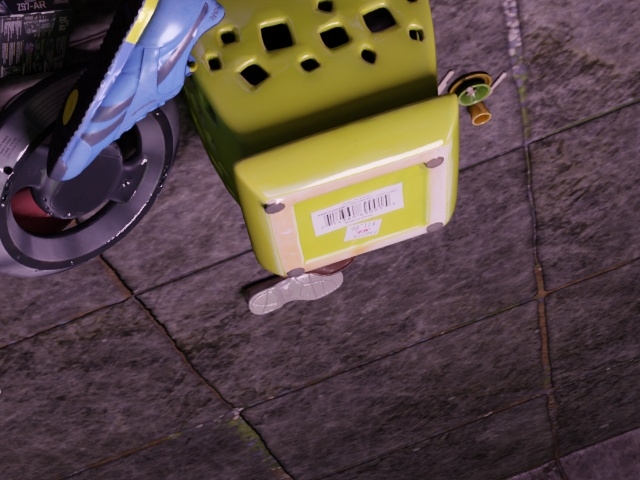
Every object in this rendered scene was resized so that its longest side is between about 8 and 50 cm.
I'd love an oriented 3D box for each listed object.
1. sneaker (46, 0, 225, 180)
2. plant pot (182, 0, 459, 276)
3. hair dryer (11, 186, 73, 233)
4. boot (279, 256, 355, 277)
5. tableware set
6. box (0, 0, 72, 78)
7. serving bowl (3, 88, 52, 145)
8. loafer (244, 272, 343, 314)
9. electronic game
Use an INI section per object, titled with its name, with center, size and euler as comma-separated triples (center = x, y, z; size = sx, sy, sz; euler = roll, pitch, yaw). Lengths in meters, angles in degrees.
[sneaker]
center = -0.151, -0.120, 1.096
size = 0.082, 0.069, 0.209
euler = 21, 121, -29
[plant pot]
center = 0.006, -0.108, 1.206
size = 0.228, 0.207, 0.227
euler = -17, 155, -4
[hair dryer]
center = -0.341, 0.002, 1.250
size = 0.293, 0.080, 0.223
euler = -23, 178, -38
[boot]
center = 0.000, 0.000, 1.617
size = 0.106, 0.037, 0.114
euler = -14, 149, -18
[tableware set]
center = 0.120, -0.139, 1.436
size = 0.154, 0.024, 0.104
euler = -4, 150, -31
[box]
center = -0.242, -0.168, 1.123
size = 0.067, 0.018, 0.083
euler = -11, 153, -19
[serving bowl]
center = -0.243, -0.107, 1.230
size = 0.083, 0.027, 0.083
euler = -16, 153, -8
[loafer]
center = -0.036, 0.054, 1.700
size = 0.125, 0.039, 0.045
euler = -18, 122, -11
[electronic game]
center = -0.221, -0.062, 1.228
size = 0.229, 0.048, 0.229
euler = -33, 147, -25
